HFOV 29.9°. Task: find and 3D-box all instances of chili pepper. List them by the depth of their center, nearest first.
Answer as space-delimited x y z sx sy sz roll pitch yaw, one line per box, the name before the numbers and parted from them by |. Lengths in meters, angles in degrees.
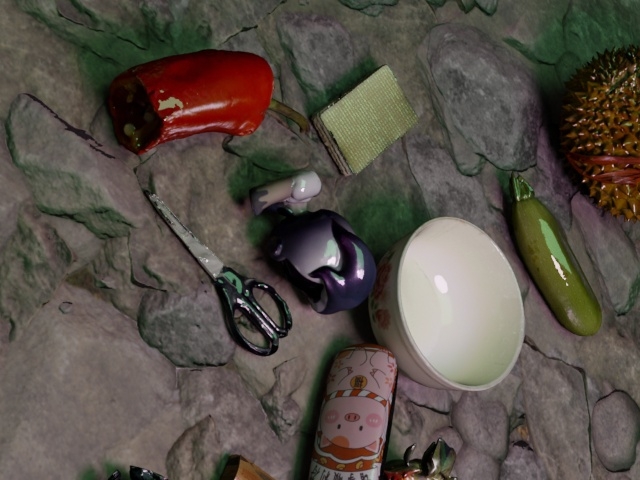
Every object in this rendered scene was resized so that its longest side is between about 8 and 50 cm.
chili pepper | -0.137 -0.216 1.733 0.338 0.134 0.131 -15 73 -41

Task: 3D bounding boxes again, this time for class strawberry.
strawberry | 0.131 0.431 1.776 0.188 0.106 0.286 12 81 -33

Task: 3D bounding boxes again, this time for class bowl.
bowl | 0.178 0.111 1.888 0.277 0.145 0.277 16 65 -38

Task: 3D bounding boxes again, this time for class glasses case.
glasses case | -0.066 0.367 1.663 0.170 0.041 0.064 41 53 -23
glasses case | 0.049 0.273 1.745 0.067 0.103 0.266 61 33 -51

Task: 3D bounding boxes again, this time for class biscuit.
biscuit | 0.074 -0.198 1.971 0.199 0.041 0.121 -39 105 -40

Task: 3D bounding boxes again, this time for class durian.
durian | 0.617 -0.203 2.264 0.384 0.348 0.347 29 58 -21

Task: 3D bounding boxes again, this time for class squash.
squash | 0.411 0.032 2.156 0.094 0.094 0.340 -38 104 -42

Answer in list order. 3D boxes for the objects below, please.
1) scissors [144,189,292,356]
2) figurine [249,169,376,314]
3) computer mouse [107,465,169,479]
scissors | -0.149 0.039 1.713 0.300 0.022 0.109 51 46 -16
figurine | 0.000 0.000 1.775 0.145 0.145 0.222 -23 88 -43
computer mouse | -0.216 0.401 1.497 0.147 0.078 0.241 -8 78 -42
